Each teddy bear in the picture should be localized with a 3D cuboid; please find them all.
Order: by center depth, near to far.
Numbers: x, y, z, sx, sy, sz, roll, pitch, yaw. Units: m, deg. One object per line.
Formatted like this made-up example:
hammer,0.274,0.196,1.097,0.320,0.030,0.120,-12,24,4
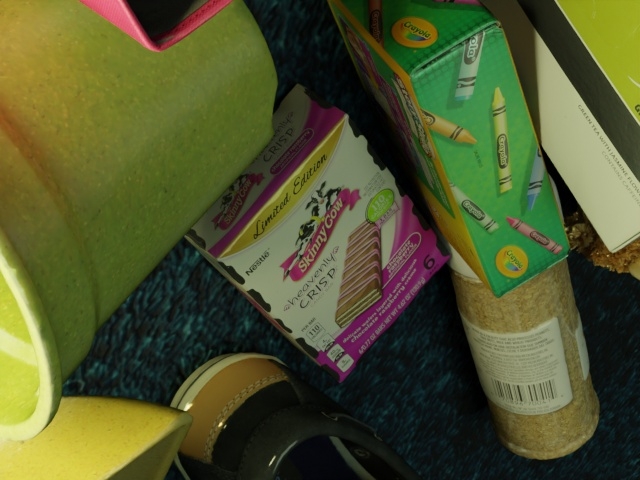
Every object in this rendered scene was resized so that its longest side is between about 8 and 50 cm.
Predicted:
teddy bear,0.381,-0.016,1.431,0.338,0.245,0.113,-3,91,-70

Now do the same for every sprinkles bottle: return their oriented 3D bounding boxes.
sprinkles bottle,0.200,0.077,1.390,0.121,0.121,0.355,-39,138,-18

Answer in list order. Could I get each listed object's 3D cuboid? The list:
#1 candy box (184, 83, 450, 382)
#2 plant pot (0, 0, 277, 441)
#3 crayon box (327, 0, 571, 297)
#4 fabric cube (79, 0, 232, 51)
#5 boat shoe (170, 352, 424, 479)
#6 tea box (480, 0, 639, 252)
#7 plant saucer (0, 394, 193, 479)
candy box,0.000,0.000,1.183,0.159,0.071,0.233,-49,139,-6
plant pot,-0.172,-0.063,0.860,0.254,0.276,0.276,-41,139,-33
crayon box,0.104,-0.100,1.133,0.081,0.165,0.278,-31,137,-4
fabric cube,-0.108,-0.304,0.732,0.259,0.258,0.254,-41,138,-16
boat shoe,0.046,0.294,1.290,0.187,0.156,0.500,-47,126,-14
tea box,0.278,-0.223,1.012,0.220,0.329,0.323,-27,171,-29
plant saucer,-0.264,0.242,0.995,0.333,0.081,0.333,-35,167,-28
